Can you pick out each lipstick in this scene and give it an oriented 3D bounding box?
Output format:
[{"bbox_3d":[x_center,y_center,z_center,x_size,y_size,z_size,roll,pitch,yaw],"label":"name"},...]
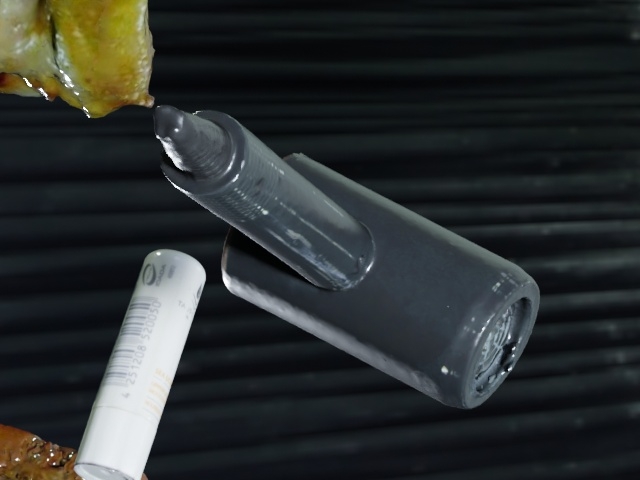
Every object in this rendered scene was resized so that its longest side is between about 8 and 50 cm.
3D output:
[{"bbox_3d":[-0.103,0.073,1.111,0.040,0.040,0.141,-30,39,57],"label":"lipstick"}]

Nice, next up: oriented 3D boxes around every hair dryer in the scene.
[{"bbox_3d":[0.000,0.000,0.749,0.128,0.255,0.070,28,87,21],"label":"hair dryer"}]

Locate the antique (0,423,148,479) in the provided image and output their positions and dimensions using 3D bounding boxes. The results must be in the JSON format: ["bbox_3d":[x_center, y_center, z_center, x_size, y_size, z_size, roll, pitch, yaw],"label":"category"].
[{"bbox_3d":[-0.274,0.174,1.430,0.093,0.310,0.087,79,-148,-59],"label":"antique"}]

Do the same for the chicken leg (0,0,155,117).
[{"bbox_3d":[-0.045,-0.194,0.775,0.211,0.140,0.361,34,135,29],"label":"chicken leg"}]
